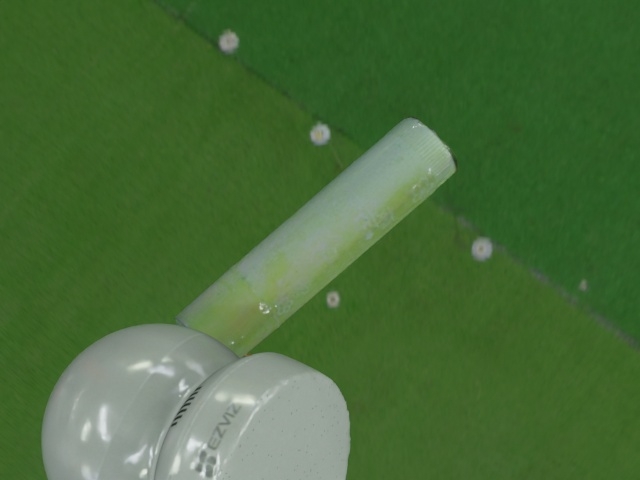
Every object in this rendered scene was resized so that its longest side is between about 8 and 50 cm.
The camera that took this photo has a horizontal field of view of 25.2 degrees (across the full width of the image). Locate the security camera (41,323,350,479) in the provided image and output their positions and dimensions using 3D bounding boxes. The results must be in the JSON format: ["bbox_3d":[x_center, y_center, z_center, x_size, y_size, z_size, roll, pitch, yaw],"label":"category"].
[{"bbox_3d":[-0.117,0.162,1.150,0.236,0.194,0.194,14,71,32],"label":"security camera"}]

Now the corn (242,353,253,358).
[{"bbox_3d":[-0.109,0.241,1.822,0.068,0.068,0.207,7,66,6],"label":"corn"}]

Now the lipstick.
[{"bbox_3d":[0.000,0.000,1.331,0.304,0.076,0.076,-40,74,-12],"label":"lipstick"}]
